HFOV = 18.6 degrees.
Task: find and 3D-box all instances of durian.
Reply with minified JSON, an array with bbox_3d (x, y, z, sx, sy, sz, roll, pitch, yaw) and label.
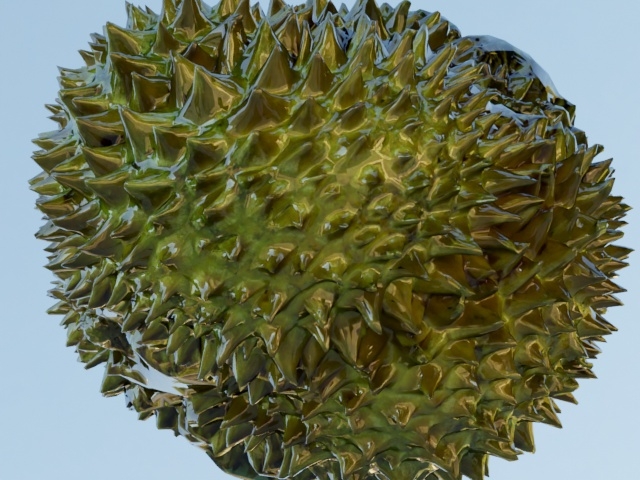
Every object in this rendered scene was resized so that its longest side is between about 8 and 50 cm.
[{"bbox_3d":[-0.002,0.003,0.858,0.291,0.291,0.225,10,-74,-38],"label":"durian"}]
